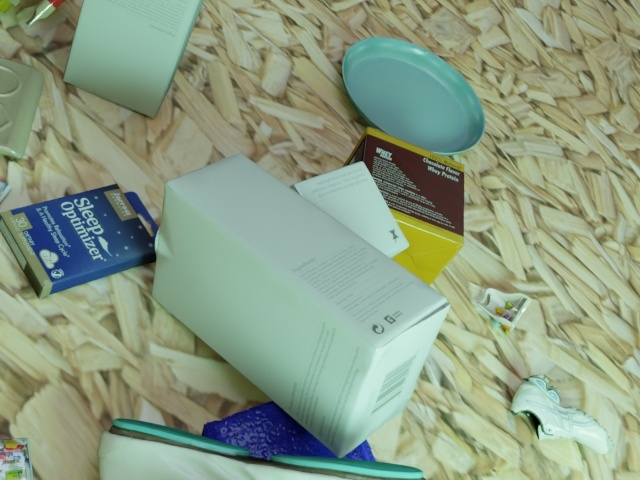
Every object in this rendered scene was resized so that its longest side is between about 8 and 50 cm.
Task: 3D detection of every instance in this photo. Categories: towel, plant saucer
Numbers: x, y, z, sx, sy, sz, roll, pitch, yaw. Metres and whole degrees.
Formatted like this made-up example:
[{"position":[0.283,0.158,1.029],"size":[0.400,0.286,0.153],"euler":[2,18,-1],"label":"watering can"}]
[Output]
[{"position":[0.004,0.337,1.215],"size":[0.227,0.076,0.308],"euler":[-14,61,-37],"label":"towel"},{"position":[0.180,-0.280,1.857],"size":[0.317,0.044,0.317],"euler":[15,47,-17],"label":"plant saucer"}]

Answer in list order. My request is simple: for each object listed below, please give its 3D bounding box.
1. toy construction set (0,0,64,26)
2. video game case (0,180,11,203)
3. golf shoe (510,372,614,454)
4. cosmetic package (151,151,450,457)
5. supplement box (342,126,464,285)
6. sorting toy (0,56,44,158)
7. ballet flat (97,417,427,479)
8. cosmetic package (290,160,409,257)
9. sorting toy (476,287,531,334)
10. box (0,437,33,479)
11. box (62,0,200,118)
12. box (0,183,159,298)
[{"position":[-0.530,-0.438,1.505],"size":[0.237,0.257,0.309],"euler":[-45,58,-2],"label":"toy construction set"},{"position":[-0.514,-0.075,1.321],"size":[0.122,0.011,0.087],"euler":[26,45,-7],"label":"video game case"},{"position":[0.378,0.296,1.481],"size":[0.176,0.069,0.086],"euler":[38,65,8],"label":"golf shoe"},{"position":[-0.045,0.076,1.252],"size":[0.385,0.217,0.156],"euler":[39,43,25],"label":"cosmetic package"},{"position":[0.131,-0.056,1.579],"size":[0.191,0.129,0.194],"euler":[20,47,-13],"label":"supplement box"},{"position":[-0.539,-0.220,1.417],"size":[0.208,0.038,0.193],"euler":[18,47,-21],"label":"sorting toy"},{"position":[-0.075,0.306,1.113],"size":[0.400,0.139,0.139],"euler":[8,46,6],"label":"ballet flat"},{"position":[0.000,0.000,1.401],"size":[0.151,0.183,0.151],"euler":[-23,80,-42],"label":"cosmetic package"},{"position":[0.308,0.116,1.598],"size":[0.075,0.045,0.083],"euler":[35,45,12],"label":"sorting toy"},{"position":[-0.430,0.287,1.045],"size":[0.207,0.036,0.114],"euler":[1,54,-29],"label":"box"},{"position":[-0.271,-0.408,1.499],"size":[0.168,0.345,0.215],"euler":[22,46,-11],"label":"box"},{"position":[-0.331,-0.008,1.351],"size":[0.225,0.036,0.136],"euler":[-19,64,-40],"label":"box"}]
